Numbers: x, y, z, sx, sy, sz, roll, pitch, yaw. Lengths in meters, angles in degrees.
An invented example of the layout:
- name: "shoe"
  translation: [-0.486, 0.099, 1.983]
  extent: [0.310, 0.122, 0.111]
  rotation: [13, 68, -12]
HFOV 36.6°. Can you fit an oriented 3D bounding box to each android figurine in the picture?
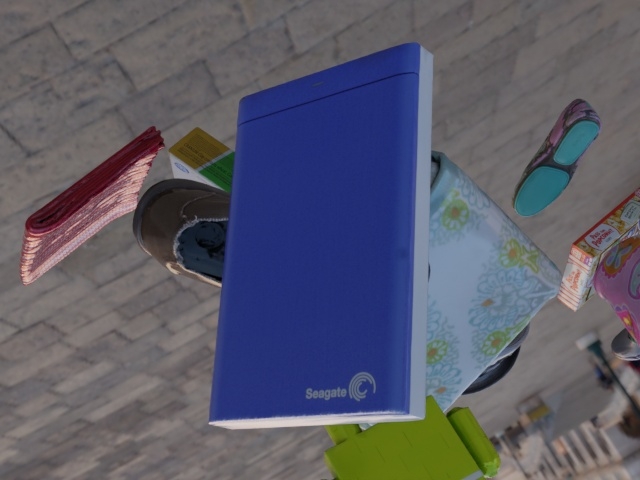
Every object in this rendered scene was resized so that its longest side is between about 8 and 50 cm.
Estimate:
- name: "android figurine"
  translation: [0.117, 0.314, 1.249]
  extent: [0.248, 0.272, 0.056]
  rotation: [-27, 155, -16]

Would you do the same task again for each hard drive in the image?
- name: "hard drive"
  translation: [0.000, 0.000, 0.851]
  extent: [0.210, 0.318, 0.040]
  rotation: [-11, 157, 37]

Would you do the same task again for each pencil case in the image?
- name: "pencil case"
  translation: [0.436, 0.108, 1.169]
  extent: [0.124, 0.284, 0.124]
  rotation: [-4, 124, -6]

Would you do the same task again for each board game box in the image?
- name: "board game box"
  translation: [0.494, 0.015, 1.658]
  extent: [0.193, 0.045, 0.146]
  rotation: [-35, 147, -28]
- name: "board game box"
  translation: [-0.113, -0.001, 1.508]
  extent: [0.064, 0.242, 0.316]
  rotation: [-45, 158, -25]

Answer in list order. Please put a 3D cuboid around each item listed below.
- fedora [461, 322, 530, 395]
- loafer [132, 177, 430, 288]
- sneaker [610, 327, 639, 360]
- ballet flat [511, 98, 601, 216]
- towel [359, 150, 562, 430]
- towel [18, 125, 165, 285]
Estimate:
- name: "fedora"
  translation: [0.297, 0.169, 1.869]
  extent: [0.276, 0.243, 0.124]
  rotation: [-13, 171, -26]
- name: "loafer"
  translation: [-0.032, 0.033, 1.108]
  extent: [0.366, 0.130, 0.133]
  rotation: [11, 105, -21]
- name: "sneaker"
  translation: [0.599, 0.144, 1.746]
  extent: [0.098, 0.083, 0.224]
  rotation: [25, 139, -27]
- name: "ballet flat"
  translation: [0.379, -0.136, 1.566]
  extent: [0.077, 0.079, 0.221]
  rotation: [17, 130, -12]
- name: "towel"
  translation: [0.128, 0.098, 1.352]
  extent: [0.374, 0.090, 0.320]
  rotation: [-47, 128, 5]
- name: "towel"
  translation: [-0.291, -0.034, 1.210]
  extent: [0.199, 0.031, 0.275]
  rotation: [-41, 180, -24]
